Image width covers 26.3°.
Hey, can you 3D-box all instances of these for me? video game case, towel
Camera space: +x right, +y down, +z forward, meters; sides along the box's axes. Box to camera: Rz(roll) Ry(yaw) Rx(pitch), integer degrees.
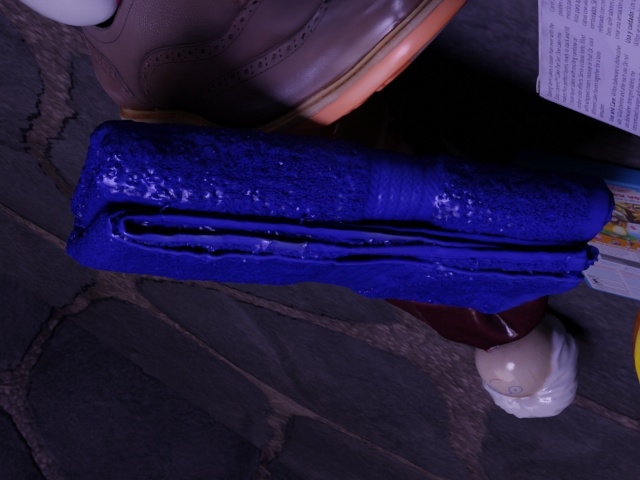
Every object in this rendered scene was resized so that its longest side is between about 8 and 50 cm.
[{"bbox_3d":[0.215,-0.002,0.961,0.119,0.015,0.166,16,157,40],"label":"video game case"},{"bbox_3d":[0.000,0.000,0.863,0.308,0.076,0.227,6,166,-12],"label":"towel"}]

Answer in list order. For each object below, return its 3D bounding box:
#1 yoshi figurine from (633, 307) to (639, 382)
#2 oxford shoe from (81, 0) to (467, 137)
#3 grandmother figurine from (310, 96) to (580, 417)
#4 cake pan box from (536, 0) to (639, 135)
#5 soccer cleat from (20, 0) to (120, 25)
[{"bbox_3d":[0.231,0.073,0.683,0.203,0.203,0.362,39,-157,18],"label":"yoshi figurine"},{"bbox_3d":[-0.054,-0.139,0.863,0.364,0.130,0.132,-5,127,53],"label":"oxford shoe"},{"bbox_3d":[0.097,0.030,1.097,0.342,0.104,0.208,45,161,-31],"label":"grandmother figurine"},{"bbox_3d":[0.216,-0.109,0.600,0.246,0.070,0.267,22,160,19],"label":"cake pan box"},{"bbox_3d":[-0.272,-0.235,0.838,0.331,0.143,0.116,47,160,-11],"label":"soccer cleat"}]
